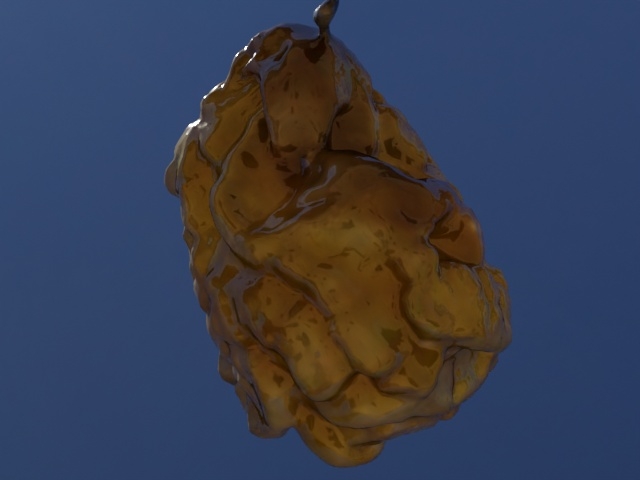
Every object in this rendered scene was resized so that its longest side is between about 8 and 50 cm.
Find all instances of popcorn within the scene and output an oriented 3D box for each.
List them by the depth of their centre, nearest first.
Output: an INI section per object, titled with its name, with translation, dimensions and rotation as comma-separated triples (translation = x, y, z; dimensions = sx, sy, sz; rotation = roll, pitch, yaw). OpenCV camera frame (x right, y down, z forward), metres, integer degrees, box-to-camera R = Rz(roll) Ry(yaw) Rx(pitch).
[popcorn]
translation = 0.004, 0.007, 0.837
dimensions = 0.140, 0.163, 0.194
rotation = -28, -113, 0
